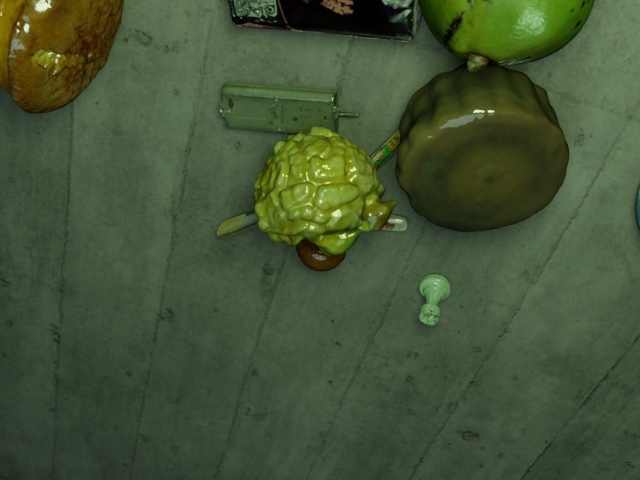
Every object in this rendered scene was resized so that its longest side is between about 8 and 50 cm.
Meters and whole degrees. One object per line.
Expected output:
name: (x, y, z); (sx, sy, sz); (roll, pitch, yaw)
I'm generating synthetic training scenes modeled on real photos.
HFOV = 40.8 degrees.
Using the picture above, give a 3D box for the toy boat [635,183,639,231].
toy boat: (0.675, -0.086, 1.455); (0.215, 0.123, 0.330); (31, 131, -12)

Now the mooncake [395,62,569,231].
mooncake: (0.271, -0.157, 1.477); (0.290, 0.161, 0.290); (2, 135, 2)

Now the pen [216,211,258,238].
pen: (-0.128, -0.052, 1.800); (0.233, 0.032, 0.040); (-21, 98, 30)

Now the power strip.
power strip: (-0.058, -0.243, 1.606); (0.267, 0.034, 0.092); (6, 131, 13)

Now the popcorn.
popcorn: (-0.004, -0.086, 1.580); (0.270, 0.224, 0.257); (11, 171, 32)

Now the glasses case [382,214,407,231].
glasses case: (0.134, -0.037, 1.735); (0.083, 0.021, 0.032); (9, 134, 10)

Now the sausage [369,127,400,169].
sausage: (0.134, -0.178, 1.605); (0.029, 0.029, 0.223); (35, 131, -14)

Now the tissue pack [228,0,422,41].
tissue pack: (0.001, -0.442, 1.360); (0.332, 0.123, 0.245); (8, 137, 15)

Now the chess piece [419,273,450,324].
chess piece: (0.233, 0.126, 1.791); (0.067, 0.103, 0.067); (9, 132, 10)

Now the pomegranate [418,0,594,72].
pomegranate: (0.269, -0.411, 1.235); (0.260, 0.260, 0.341); (8, 102, 11)

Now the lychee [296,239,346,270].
lychee: (-0.003, 0.004, 1.761); (0.101, 0.114, 0.140); (-26, 141, 6)

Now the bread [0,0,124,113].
bread: (-0.457, -0.366, 1.442); (0.172, 0.312, 0.312); (27, 133, 5)
